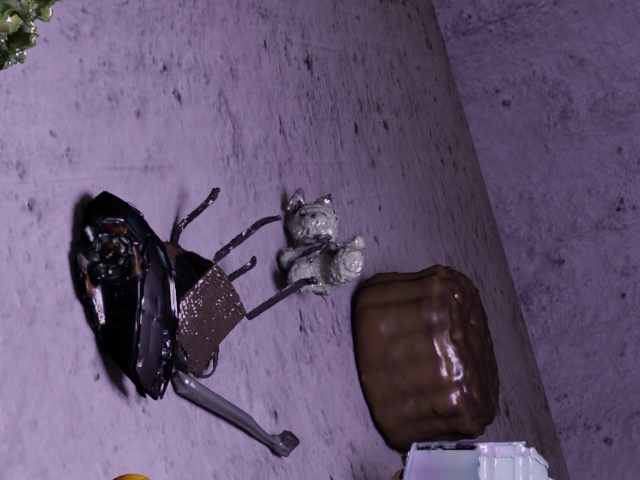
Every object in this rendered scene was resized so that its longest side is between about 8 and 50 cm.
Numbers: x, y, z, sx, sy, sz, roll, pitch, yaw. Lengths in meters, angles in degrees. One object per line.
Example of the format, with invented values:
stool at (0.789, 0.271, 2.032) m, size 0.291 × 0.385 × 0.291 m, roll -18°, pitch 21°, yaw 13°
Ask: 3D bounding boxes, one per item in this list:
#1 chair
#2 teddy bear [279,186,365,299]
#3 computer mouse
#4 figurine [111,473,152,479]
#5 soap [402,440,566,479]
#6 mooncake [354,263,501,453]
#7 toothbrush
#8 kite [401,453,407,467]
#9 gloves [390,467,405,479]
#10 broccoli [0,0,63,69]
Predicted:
chair at (-0.133, 0.058, 1.558) m, size 0.213 × 0.149 × 0.174 m, roll -44°, pitch 125°, yaw -25°
teddy bear at (0.002, 0.020, 1.917) m, size 0.213 × 0.133 × 0.111 m, roll -103°, pitch -174°, yaw -54°
computer mouse at (-0.199, 0.056, 1.386) m, size 0.146 × 0.077 × 0.242 m, roll 0°, pitch 75°, yaw -68°
figurine at (-0.176, 0.357, 1.033) m, size 0.323 × 0.196 × 0.320 m, roll 35°, pitch 52°, yaw -53°
soap at (0.240, 0.505, 1.780) m, size 0.261 × 0.156 × 0.446 m, roll 3°, pitch 82°, yaw -37°
mooncake at (0.191, 0.200, 2.190) m, size 0.324 × 0.187 × 0.324 m, roll -14°, pitch 90°, yaw -70°
toothbrush at (-0.103, 0.220, 1.594) m, size 0.030 × 0.030 × 0.297 m, roll 55°, pitch 7°, yaw 36°
kite at (0.208, 0.513, 2.247) m, size 0.234 × 0.016 × 0.321 m, roll -26°, pitch 100°, yaw -72°
gloves at (0.108, 0.422, 1.884) m, size 0.181 × 0.129 × 0.106 m, roll -63°, pitch 146°, yaw -49°
broccoli at (-0.337, -0.299, 1.016) m, size 0.249 × 0.302 × 0.375 m, roll 40°, pitch 2°, yaw 36°
